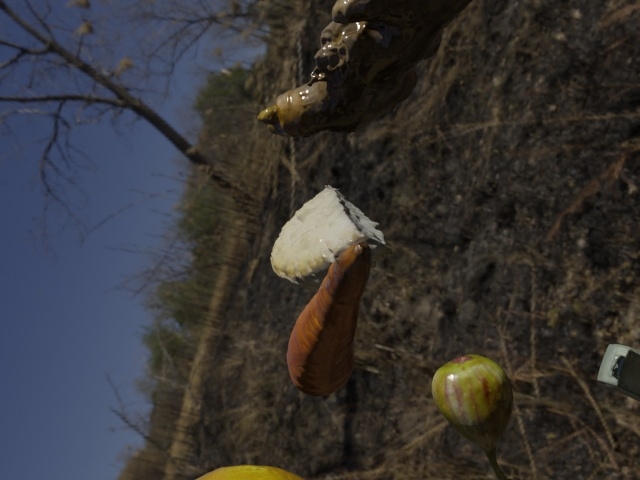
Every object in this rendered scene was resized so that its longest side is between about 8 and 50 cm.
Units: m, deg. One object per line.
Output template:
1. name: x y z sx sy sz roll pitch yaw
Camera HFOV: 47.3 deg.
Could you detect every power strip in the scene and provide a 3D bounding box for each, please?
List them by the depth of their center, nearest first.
1. power strip: 0.589 0.254 1.277 0.052 0.272 0.078 4 72 67

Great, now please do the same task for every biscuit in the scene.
1. biscuit: 0.000 0.000 1.177 0.179 0.084 0.281 -39 23 -1

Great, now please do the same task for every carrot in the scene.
1. carrot: 0.005 0.063 0.572 0.257 0.061 0.061 97 -174 -60

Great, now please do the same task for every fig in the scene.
1. fig: 0.199 0.206 0.841 0.093 0.166 0.093 -36 -7 -5

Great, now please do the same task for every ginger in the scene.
1. ginger: 0.056 -0.198 0.794 0.333 0.166 0.080 -35 66 47

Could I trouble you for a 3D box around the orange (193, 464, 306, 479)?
1. orange: -0.102 0.450 1.031 0.279 0.278 0.235 110 162 -53
